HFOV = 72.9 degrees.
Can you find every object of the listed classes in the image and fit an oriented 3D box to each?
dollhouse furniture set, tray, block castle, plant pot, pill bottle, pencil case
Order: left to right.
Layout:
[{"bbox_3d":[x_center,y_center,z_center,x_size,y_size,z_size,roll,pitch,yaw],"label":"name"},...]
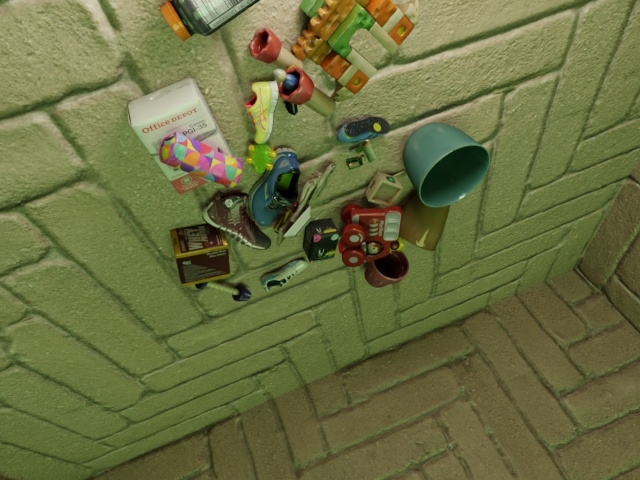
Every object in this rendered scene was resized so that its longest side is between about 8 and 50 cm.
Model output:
[{"bbox_3d":[-0.336,-0.228,1.239,0.237,0.104,0.104,17,125,-46],"label":"pencil case"},{"bbox_3d":[-0.258,-0.582,1.033,0.246,0.130,0.130,-31,142,6],"label":"pill bottle"},{"bbox_3d":[-0.076,-0.059,1.647,0.145,0.030,0.270,-50,-179,0],"label":"tray"},{"bbox_3d":[0.030,-0.569,1.079,0.453,0.302,0.213,-45,145,23],"label":"block castle"},{"bbox_3d":[0.145,-0.311,1.603,0.059,0.076,0.152,-19,177,-14],"label":"dollhouse furniture set"},{"bbox_3d":[0.315,0.146,2.182,0.202,0.201,0.180,-6,153,-25],"label":"plant pot"},{"bbox_3d":[0.471,-0.120,1.943,0.237,0.237,0.254,10,116,-38],"label":"plant pot"},{"bbox_3d":[0.458,-0.314,1.674,0.294,0.235,0.292,-15,141,-13],"label":"plant pot"}]

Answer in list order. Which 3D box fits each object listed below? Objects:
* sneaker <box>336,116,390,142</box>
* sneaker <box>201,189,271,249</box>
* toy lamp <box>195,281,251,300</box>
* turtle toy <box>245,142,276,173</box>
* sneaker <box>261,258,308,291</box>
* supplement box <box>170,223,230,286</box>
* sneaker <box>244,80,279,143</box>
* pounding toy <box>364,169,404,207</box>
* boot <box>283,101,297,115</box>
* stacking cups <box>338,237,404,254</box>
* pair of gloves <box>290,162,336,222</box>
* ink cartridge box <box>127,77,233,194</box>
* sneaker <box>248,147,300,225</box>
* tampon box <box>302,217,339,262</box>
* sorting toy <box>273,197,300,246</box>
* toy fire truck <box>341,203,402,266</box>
[{"bbox_3d":[0.152,-0.392,1.559,0.210,0.069,0.082,-16,175,-26],"label":"sneaker"},{"bbox_3d":[-0.274,-0.085,1.580,0.282,0.106,0.162,29,110,-21],"label":"sneaker"},{"bbox_3d":[-0.421,0.215,1.916,0.080,0.080,0.275,-43,138,20],"label":"toy lamp"},{"bbox_3d":[-0.201,-0.279,1.470,0.095,0.066,0.130,16,131,-8],"label":"turtle toy"},{"bbox_3d":[-0.160,0.163,2.000,0.238,0.086,0.085,-27,141,-1],"label":"sneaker"},{"bbox_3d":[-0.456,0.052,1.661,0.192,0.129,0.194,-12,141,-18],"label":"supplement box"},{"bbox_3d":[-0.192,-0.397,1.341,0.094,0.081,0.208,0,129,-20],"label":"sneaker"},{"bbox_3d":[0.275,-0.228,1.800,0.130,0.100,0.141,15,126,-24],"label":"pounding toy"},{"bbox_3d":[-0.087,-0.430,1.322,0.045,0.121,0.099,-15,135,-10],"label":"boot"},{"bbox_3d":[0.242,0.022,2.058,0.317,0.096,0.095,-6,138,-24],"label":"stacking cups"},{"bbox_3d":[-0.032,-0.184,1.601,0.204,0.042,0.240,-59,176,33],"label":"pair of gloves"},{"bbox_3d":[-0.403,-0.301,1.288,0.208,0.117,0.282,-24,143,-2],"label":"ink cartridge box"},{"bbox_3d":[-0.163,-0.166,1.561,0.130,0.147,0.329,0,137,-30],"label":"sneaker"},{"bbox_3d":[0.000,0.000,1.885,0.121,0.101,0.160,-11,140,-20],"label":"tampon box"},{"bbox_3d":[-0.140,-0.067,1.688,0.132,0.046,0.274,-57,174,-29],"label":"sorting toy"},{"bbox_3d":[0.217,-0.018,1.859,0.254,0.169,0.301,-1,133,3],"label":"toy fire truck"}]
